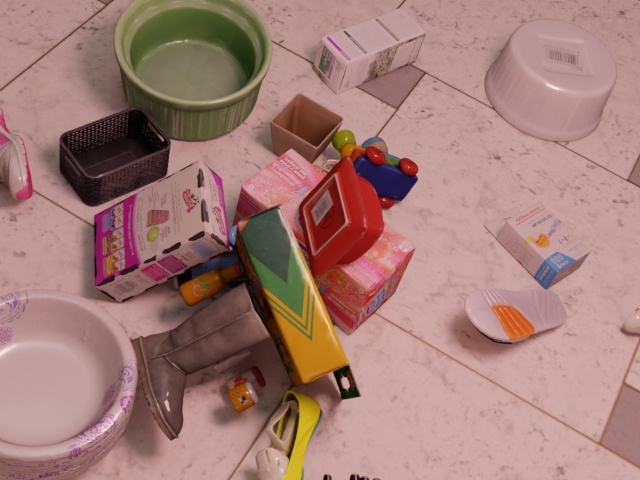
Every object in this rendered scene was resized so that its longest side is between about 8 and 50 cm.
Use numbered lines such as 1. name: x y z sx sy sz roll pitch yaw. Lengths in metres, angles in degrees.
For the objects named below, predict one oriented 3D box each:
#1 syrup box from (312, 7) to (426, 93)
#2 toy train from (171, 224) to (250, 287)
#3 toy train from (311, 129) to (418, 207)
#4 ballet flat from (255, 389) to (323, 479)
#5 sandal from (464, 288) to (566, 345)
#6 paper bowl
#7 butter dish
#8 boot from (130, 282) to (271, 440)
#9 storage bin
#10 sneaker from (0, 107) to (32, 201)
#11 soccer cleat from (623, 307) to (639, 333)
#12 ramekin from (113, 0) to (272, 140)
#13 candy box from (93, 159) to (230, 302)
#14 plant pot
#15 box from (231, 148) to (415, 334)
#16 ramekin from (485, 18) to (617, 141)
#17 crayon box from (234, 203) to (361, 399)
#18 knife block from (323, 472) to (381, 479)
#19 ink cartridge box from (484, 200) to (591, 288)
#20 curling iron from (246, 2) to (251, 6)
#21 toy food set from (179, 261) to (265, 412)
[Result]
1. syrup box: 0.106 -0.414 2.144 0.236 0.093 0.096 -26 64 -30
2. toy train: -0.184 0.033 1.720 0.184 0.080 0.105 -6 77 -3
3. toy train: 0.060 -0.162 1.892 0.248 0.105 0.143 15 32 -37
4. ballet flat: -0.060 0.329 1.531 0.077 0.077 0.231 45 41 -24
5. sandal: 0.347 0.146 1.795 0.265 0.076 0.102 1 59 -40
6. paper bowl: -0.420 0.226 1.475 0.284 0.148 0.284 7 51 -9
7. butter dish: 0.052 -0.031 1.623 0.118 0.160 0.160 11 51 -33
8. boot: -0.172 0.184 1.512 0.208 0.076 0.190 -20 70 -4
9. storage bin: -0.380 -0.156 1.824 0.180 0.084 0.122 -27 63 -31
10. sneaker: -0.595 -0.155 1.765 0.111 0.103 0.252 -24 56 -24
11. soccer cleat: 0.666 0.157 1.869 0.196 0.068 0.076 -5 57 -22
12. ramekin: -0.252 -0.343 1.941 0.303 0.148 0.304 5 59 -8
13. candy box: -0.271 -0.014 1.666 0.233 0.071 0.159 -25 52 21
14. plant pot: -0.034 -0.205 1.943 0.109 0.096 0.109 31 52 10
15. box: 0.000 0.000 1.758 0.300 0.154 0.142 39 54 15
16. ramekin: 0.518 -0.365 2.188 0.277 0.135 0.277 7 51 -9
17. crayon box: -0.043 0.119 1.577 0.081 0.202 0.319 -23 82 -10
18. knife block: 0.047 0.486 1.434 0.242 0.088 0.276 -28 63 -30
19. ink cartridge box: 0.423 -0.005 1.931 0.104 0.062 0.181 -28 64 -31
20. curling iron: -0.209 -0.431 2.112 0.068 0.035 0.274 20 51 1
21. toy food set: -0.131 0.159 1.607 0.104 0.111 0.232 -27 67 -2
